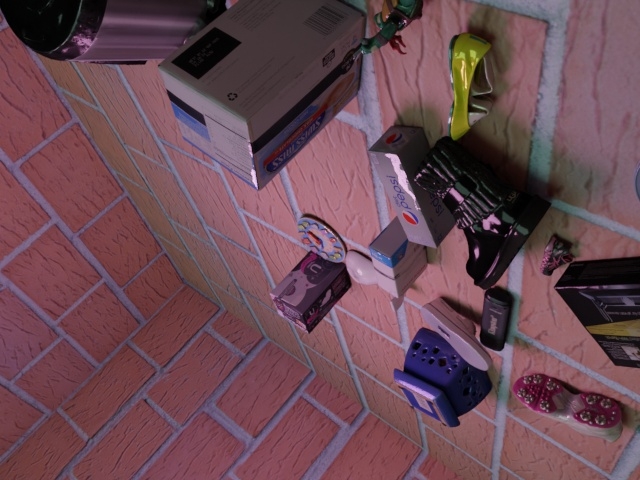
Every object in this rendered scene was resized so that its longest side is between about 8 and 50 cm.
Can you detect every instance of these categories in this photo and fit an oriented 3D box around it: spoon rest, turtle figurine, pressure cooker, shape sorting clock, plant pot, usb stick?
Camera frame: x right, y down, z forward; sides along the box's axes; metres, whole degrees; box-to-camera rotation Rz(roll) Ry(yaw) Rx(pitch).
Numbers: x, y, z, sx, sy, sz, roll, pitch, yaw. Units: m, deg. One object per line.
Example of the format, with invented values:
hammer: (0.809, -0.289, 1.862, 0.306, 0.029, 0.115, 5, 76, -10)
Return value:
spoon rest: (0.177, 0.121, 1.923, 0.276, 0.084, 0.137, 41, 161, 43)
turtle figurine: (0.119, -0.408, 0.995, 0.234, 0.118, 0.175, 139, 125, -66)
pressure cooker: (-0.391, -0.549, 1.215, 0.376, 0.420, 0.369, 13, 113, 35)
shape sorting clock: (0.000, 0.000, 2.024, 0.206, 0.040, 0.206, 36, 157, 17)
plant pot: (0.394, 0.464, 1.973, 0.236, 0.212, 0.236, 19, 148, 47)
usb stick: (0.473, 0.220, 1.615, 0.077, 0.045, 0.278, 31, 155, 29)

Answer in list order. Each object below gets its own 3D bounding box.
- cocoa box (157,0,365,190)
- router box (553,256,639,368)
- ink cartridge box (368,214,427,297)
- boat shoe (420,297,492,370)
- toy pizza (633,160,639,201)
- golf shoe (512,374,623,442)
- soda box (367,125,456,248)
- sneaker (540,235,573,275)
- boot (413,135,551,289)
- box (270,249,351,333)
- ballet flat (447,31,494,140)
cocoa box: (-0.105, -0.323, 1.206, 0.231, 0.347, 0.228, 35, 157, 18)
router box: (0.646, 0.144, 1.137, 0.243, 0.081, 0.309, 49, 157, -14)
ink cartridge box: (0.214, 0.042, 1.605, 0.082, 0.139, 0.190, 31, 155, 31)
boat shoe: (0.405, 0.258, 1.708, 0.258, 0.084, 0.095, 46, 157, 28)
toy pizza: (0.585, -0.075, 0.909, 0.201, 0.032, 0.201, 37, 158, 17)
golf shoe: (0.677, 0.470, 1.643, 0.306, 0.115, 0.140, 16, 149, 51)
soda box: (0.216, -0.120, 1.363, 0.091, 0.098, 0.286, 17, 147, 46)
sneaker: (0.501, 0.042, 1.257, 0.057, 0.047, 0.119, 19, 151, 24)
boot: (0.313, -0.055, 1.269, 0.260, 0.131, 0.348, 34, 153, 15)
box: (-0.033, 0.173, 2.118, 0.163, 0.247, 0.142, 30, 153, 30)
ballet flat: (0.269, -0.261, 1.060, 0.077, 0.077, 0.231, 17, 147, 23)
